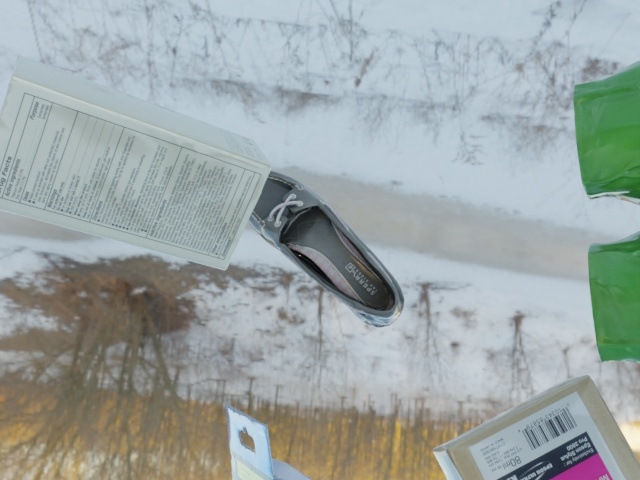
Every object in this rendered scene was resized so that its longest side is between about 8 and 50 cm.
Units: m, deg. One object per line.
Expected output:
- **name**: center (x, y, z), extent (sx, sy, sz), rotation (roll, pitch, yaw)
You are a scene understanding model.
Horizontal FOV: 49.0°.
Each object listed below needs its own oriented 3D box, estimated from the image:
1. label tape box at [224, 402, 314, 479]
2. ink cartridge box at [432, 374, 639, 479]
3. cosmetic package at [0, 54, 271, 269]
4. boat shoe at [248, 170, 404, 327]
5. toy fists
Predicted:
- **label tape box**: center (-0.052, 0.411, 1.015), extent (0.105, 0.334, 0.240), rotation (-2, 176, -22)
- **ink cartridge box**: center (0.303, 0.320, 0.954), extent (0.234, 0.193, 0.088), rotation (-24, 166, -12)
- **cosmetic package**: center (-0.236, -0.088, 0.860), extent (0.309, 0.160, 0.113), rotation (19, -162, -26)
- **boat shoe**: center (0.000, 0.000, 1.078), extent (0.335, 0.112, 0.095), rotation (43, 172, 6)
- **toy fists**: center (0.309, -0.024, 0.607), extent (0.142, 0.279, 0.096), rotation (-6, 170, 30)
